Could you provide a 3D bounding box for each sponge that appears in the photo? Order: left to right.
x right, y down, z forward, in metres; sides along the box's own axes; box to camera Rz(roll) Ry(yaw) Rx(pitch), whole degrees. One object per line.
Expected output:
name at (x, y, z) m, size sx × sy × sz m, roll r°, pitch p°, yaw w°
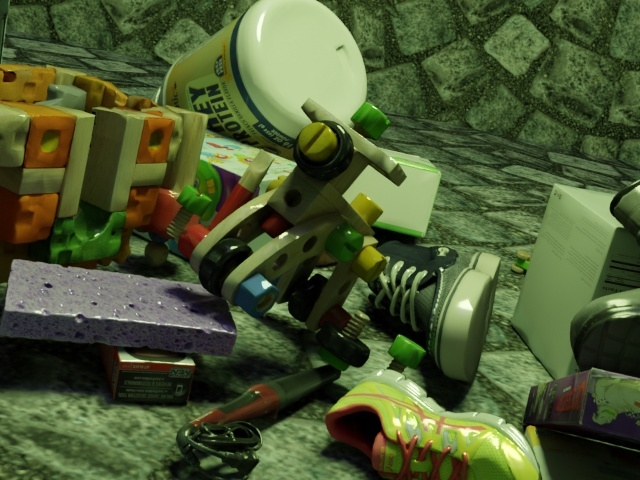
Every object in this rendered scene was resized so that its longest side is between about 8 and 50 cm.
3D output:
sponge at (-0.189, 0.064, 0.890) m, size 0.210 × 0.031 × 0.117 m, roll 9°, pitch 17°, yaw -18°

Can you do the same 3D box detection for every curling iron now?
curling iron at (-0.043, 0.156, 0.857) m, size 0.068 × 0.035 × 0.274 m, roll 38°, pitch 19°, yaw 14°

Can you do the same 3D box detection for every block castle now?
block castle at (-0.358, -0.075, 1.051) m, size 0.303 × 0.212 × 0.453 m, roll 21°, pitch 15°, yaw 27°

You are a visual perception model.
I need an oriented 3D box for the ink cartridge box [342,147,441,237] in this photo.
ink cartridge box at (0.085, -0.097, 1.590) m, size 0.198 × 0.114 × 0.273 m, roll 13°, pitch 9°, yaw 1°

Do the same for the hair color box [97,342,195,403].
hair color box at (-0.172, 0.104, 0.907) m, size 0.072 × 0.043 × 0.141 m, roll 6°, pitch 18°, yaw -23°

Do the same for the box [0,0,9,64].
box at (-0.621, -0.235, 1.252) m, size 0.395 × 0.293 × 0.212 m, roll 24°, pitch 20°, yaw 35°

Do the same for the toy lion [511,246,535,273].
toy lion at (0.365, 0.048, 1.525) m, size 0.096 × 0.034 × 0.100 m, roll 30°, pitch 23°, yaw 28°

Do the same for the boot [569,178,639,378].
boot at (0.350, 0.030, 0.953) m, size 0.338 × 0.118 × 0.222 m, roll -1°, pitch 45°, yaw -27°

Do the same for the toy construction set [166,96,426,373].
toy construction set at (-0.015, -0.039, 1.011) m, size 0.257 × 0.237 × 0.309 m, roll 31°, pitch 4°, yaw -39°

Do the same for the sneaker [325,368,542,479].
sneaker at (0.089, 0.183, 0.804) m, size 0.208 × 0.081 × 0.094 m, roll 19°, pitch 23°, yaw 41°

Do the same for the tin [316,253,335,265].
tin at (0.000, 0.000, 1.395) m, size 0.106 × 0.040 × 0.190 m, roll 19°, pitch 16°, yaw 34°

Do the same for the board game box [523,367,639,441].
board game box at (0.297, 0.161, 0.803) m, size 0.208 × 0.056 × 0.347 m, roll 16°, pitch -8°, yaw 9°

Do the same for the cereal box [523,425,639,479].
cereal box at (0.261, 0.242, 0.767) m, size 0.173 × 0.047 × 0.240 m, roll 14°, pitch 16°, yaw -1°

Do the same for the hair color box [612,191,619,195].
hair color box at (0.559, 0.067, 1.333) m, size 0.339 × 0.185 × 0.110 m, roll 21°, pitch 18°, yaw 26°

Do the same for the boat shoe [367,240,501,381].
boat shoe at (0.122, 0.074, 1.127) m, size 0.158 × 0.127 × 0.340 m, roll 10°, pitch 8°, yaw 13°

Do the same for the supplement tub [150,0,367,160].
supplement tub at (-0.107, -0.218, 1.457) m, size 0.228 × 0.228 × 0.316 m, roll -2°, pitch -13°, yaw -41°

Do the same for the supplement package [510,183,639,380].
supplement package at (0.360, 0.061, 1.169) m, size 0.149 × 0.203 × 0.194 m, roll 10°, pitch 17°, yaw -11°

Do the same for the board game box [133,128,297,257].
board game box at (-0.154, -0.061, 1.292) m, size 0.275 × 0.142 × 0.144 m, roll 24°, pitch 20°, yaw 33°
